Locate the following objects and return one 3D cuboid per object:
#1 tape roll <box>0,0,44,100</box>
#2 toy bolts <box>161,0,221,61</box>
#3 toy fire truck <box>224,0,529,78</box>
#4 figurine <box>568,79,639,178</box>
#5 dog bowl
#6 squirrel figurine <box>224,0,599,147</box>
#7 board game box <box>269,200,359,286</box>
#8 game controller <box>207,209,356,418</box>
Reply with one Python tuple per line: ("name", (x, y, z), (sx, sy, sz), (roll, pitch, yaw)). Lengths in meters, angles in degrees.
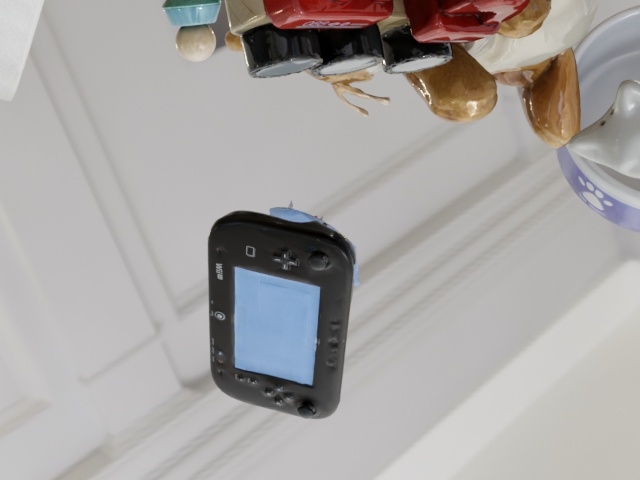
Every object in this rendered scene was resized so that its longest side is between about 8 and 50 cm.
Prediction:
("tape roll", (-0.188, -0.287, 0.727), (0.072, 0.392, 0.392), (14, -167, -18))
("toy bolts", (-0.115, -0.342, 1.608), (0.228, 0.158, 0.218), (-7, -164, -8))
("toy fire truck", (0.075, -0.218, 0.752), (0.217, 0.158, 0.246), (-9, 178, -43))
("figurine", (0.312, -0.099, 0.795), (0.215, 0.209, 0.092), (-48, -143, 34))
("dog bowl", (0.411, -0.142, 1.306), (0.265, 0.265, 0.104), (-21, 158, -2))
("squirrel figurine", (0.072, -0.287, 1.113), (0.370, 0.281, 0.397), (-11, -122, -21))
("board game box", (0.000, 0.000, 1.528), (0.133, 0.169, 0.033), (23, -117, 19))
("game controller", (-0.049, 0.094, 1.291), (0.166, 0.319, 0.067), (7, -136, 3))
